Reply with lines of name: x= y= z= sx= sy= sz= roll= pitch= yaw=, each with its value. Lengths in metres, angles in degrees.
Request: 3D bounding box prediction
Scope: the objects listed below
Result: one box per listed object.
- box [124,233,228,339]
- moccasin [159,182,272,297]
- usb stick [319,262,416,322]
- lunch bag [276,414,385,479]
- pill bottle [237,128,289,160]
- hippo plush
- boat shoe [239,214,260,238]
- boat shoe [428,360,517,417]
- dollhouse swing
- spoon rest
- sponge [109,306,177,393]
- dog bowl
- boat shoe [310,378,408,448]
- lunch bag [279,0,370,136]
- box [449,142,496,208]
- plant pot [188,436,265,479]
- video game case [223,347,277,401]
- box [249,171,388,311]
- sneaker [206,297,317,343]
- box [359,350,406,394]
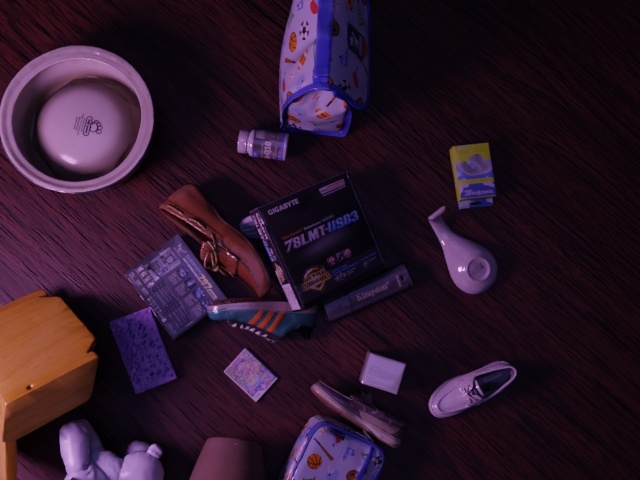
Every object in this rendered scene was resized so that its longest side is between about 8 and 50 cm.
box: x=-0.390 y=0.127 z=1.853 sx=0.183 sy=0.059 sz=0.233 roll=-38 pitch=85 yaw=-7
moccasin: x=-0.279 y=0.014 z=1.824 sx=0.147 sy=0.139 sz=0.380 roll=-41 pitch=86 yaw=-22
usb stick: x=0.129 y=0.143 z=1.886 sx=0.278 sy=0.045 sz=0.077 roll=-23 pitch=83 yaw=-6
lunch bag: x=0.026 y=0.621 z=1.776 sx=0.243 sy=0.115 sz=0.303 roll=29 pitch=83 yaw=-9
pill bottle: x=-0.160 y=-0.270 z=1.910 sx=0.137 sy=0.078 sz=0.078 roll=7 pitch=82 yaw=-1
hippo plush: x=-0.515 y=0.552 z=1.695 sx=0.236 sy=0.294 sz=0.234 roll=-6 pitch=89 yaw=-17
boat shoe: x=-0.117 y=-0.063 z=1.891 sx=0.226 sy=0.076 sz=0.083 roll=-9 pitch=128 yaw=-12
boat shoe: x=0.412 y=0.400 z=1.846 sx=0.258 sy=0.084 sz=0.095 roll=-31 pitch=85 yaw=-7
dollhouse swing: x=-0.728 y=0.374 z=1.715 sx=0.315 sy=0.305 sz=0.347 roll=-27 pitch=41 yaw=-32
spoon rest: x=0.394 y=0.026 z=1.910 sx=0.137 sy=0.084 sz=0.276 roll=-37 pitch=99 yaw=-6
sponge: x=-0.479 y=0.297 z=1.840 sx=0.117 sy=0.031 sz=0.210 roll=-22 pitch=84 yaw=-5
dog bowl: x=-0.644 y=-0.311 z=1.855 sx=0.408 sy=0.150 sz=0.408 roll=0 pitch=82 yaw=-3
boat shoe: x=0.107 y=0.447 z=1.820 sx=0.285 sy=0.103 sz=0.092 roll=34 pitch=76 yaw=-1
lunch bag: x=0.011 y=-0.480 z=1.793 sx=0.239 sy=0.385 sz=0.328 roll=3 pitch=81 yaw=-2
box: x=0.438 y=-0.185 z=1.949 sx=0.109 sy=0.042 sz=0.178 roll=-7 pitch=82 yaw=-4
plant pot: x=-0.236 y=0.628 z=1.722 sx=0.263 sy=0.263 sz=0.229 roll=7 pitch=63 yaw=-2
video game case: x=-0.191 y=0.367 z=1.856 sx=0.122 sy=0.011 sz=0.087 roll=42 pitch=82 yaw=3
box: x=0.000 y=0.000 z=1.818 sx=0.295 sy=0.073 sz=0.293 roll=-24 pitch=94 yaw=-27
sneaker: x=-0.153 y=0.216 z=1.809 sx=0.302 sy=0.108 sz=0.121 roll=3 pitch=91 yaw=-18
box: x=0.165 y=0.354 z=1.831 sx=0.101 sy=0.102 sz=0.087 roll=17 pitch=84 yaw=0
